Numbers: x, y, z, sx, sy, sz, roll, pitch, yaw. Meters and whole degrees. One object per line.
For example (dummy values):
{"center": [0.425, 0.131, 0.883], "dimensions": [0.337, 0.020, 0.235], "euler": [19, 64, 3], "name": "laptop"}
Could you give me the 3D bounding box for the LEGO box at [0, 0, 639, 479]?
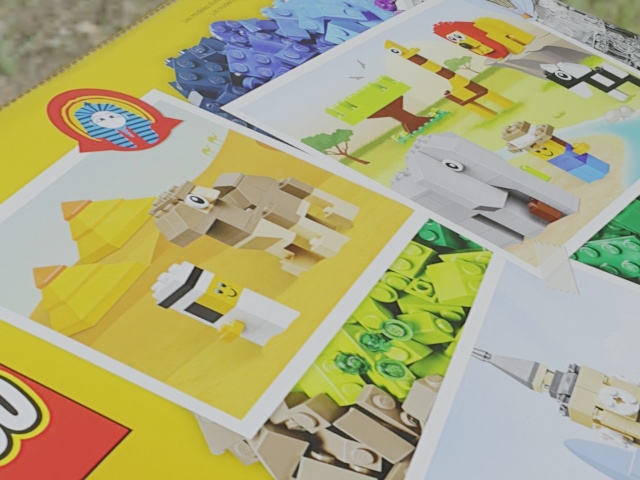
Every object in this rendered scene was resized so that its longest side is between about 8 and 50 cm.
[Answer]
{"center": [0.040, 0.087, 0.672], "dimensions": [0.500, 0.372, 0.193], "euler": [-46, 158, -56], "name": "LEGO box"}
